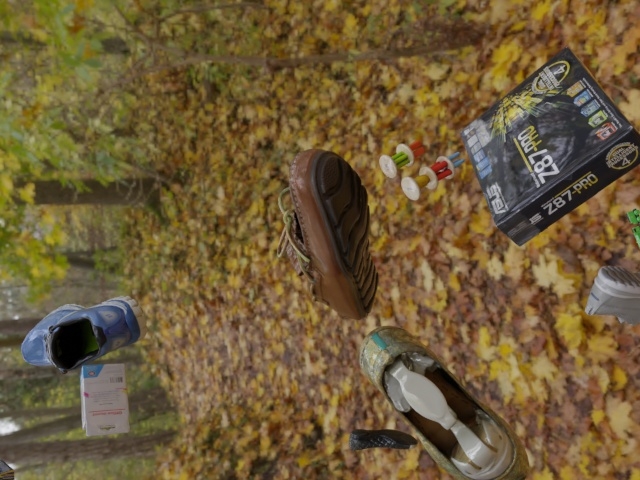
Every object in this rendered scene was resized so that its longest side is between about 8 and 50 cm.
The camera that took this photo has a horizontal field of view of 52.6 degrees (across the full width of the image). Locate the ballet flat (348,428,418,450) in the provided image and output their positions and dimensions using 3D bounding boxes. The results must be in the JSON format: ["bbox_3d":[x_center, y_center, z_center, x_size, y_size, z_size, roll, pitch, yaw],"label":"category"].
[{"bbox_3d":[0.158,0.506,1.628,0.057,0.173,0.049,-73,-15,-74],"label":"ballet flat"}]

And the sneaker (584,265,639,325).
[{"bbox_3d":[0.689,0.131,1.398,0.105,0.281,0.115,-103,31,-55],"label":"sneaker"}]

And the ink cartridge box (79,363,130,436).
[{"bbox_3d":[-0.528,0.397,1.581,0.061,0.104,0.181,-57,39,45],"label":"ink cartridge box"}]

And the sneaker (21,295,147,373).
[{"bbox_3d":[-0.515,0.197,1.319,0.330,0.147,0.130,-20,92,31],"label":"sneaker"}]

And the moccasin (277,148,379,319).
[{"bbox_3d":[0.001,-0.003,0.967,0.380,0.147,0.139,68,-144,-64],"label":"moccasin"}]

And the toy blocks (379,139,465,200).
[{"bbox_3d":[0.215,-0.162,1.341,0.123,0.148,0.054,49,154,22],"label":"toy blocks"}]

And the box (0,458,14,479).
[{"bbox_3d":[-0.555,0.393,0.974,0.054,0.169,0.059,5,99,43],"label":"box"}]

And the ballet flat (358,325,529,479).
[{"bbox_3d":[0.192,0.266,0.946,0.348,0.123,0.123,46,159,-9],"label":"ballet flat"}]

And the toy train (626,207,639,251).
[{"bbox_3d":[0.558,-0.015,1.130,0.017,0.023,0.083,6,-115,-72],"label":"toy train"}]

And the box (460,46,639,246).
[{"bbox_3d":[0.491,-0.216,1.418,0.318,0.097,0.395,-41,30,28],"label":"box"}]
